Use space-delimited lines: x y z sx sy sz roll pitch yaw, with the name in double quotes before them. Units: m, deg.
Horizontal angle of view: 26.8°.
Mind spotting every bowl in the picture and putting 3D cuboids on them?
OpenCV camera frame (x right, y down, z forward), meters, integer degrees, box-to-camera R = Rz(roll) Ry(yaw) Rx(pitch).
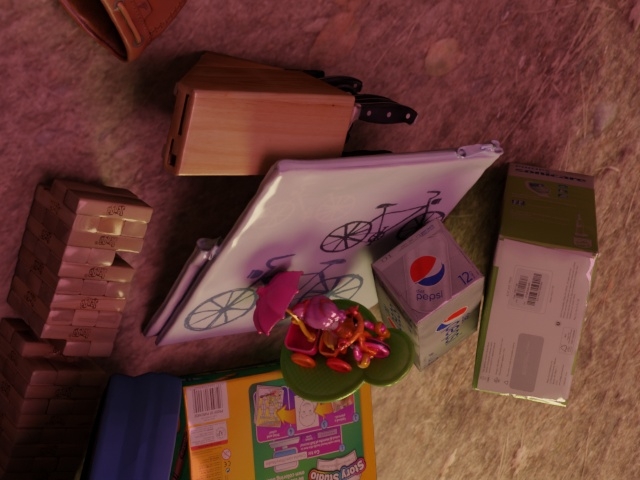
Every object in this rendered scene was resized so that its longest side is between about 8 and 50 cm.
"bowl" -0.224 0.321 1.373 0.077 0.391 0.391 13 106 -9

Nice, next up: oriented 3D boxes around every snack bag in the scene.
"snack bag" 0.000 0.000 1.500 0.323 0.037 0.342 -7 148 -36

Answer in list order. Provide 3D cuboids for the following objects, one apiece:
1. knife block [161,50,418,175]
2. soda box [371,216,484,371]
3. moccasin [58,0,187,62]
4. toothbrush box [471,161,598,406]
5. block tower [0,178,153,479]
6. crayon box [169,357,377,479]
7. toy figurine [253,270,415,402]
"knife block" -0.021 -0.118 1.387 0.242 0.276 0.088 13 107 0
"soda box" 0.130 0.071 1.615 0.098 0.091 0.286 -36 164 -5
"moccasin" -0.270 -0.289 1.190 0.147 0.139 0.380 -61 144 -9
"toothbrush box" 0.271 0.047 1.690 0.283 0.122 0.206 -63 161 -66
"block tower" -0.275 0.102 1.405 0.097 0.091 0.335 8 108 -40
"crayon box" -0.064 0.233 1.613 0.278 0.081 0.165 -6 94 -37
"toy figurine" -0.001 0.095 1.488 0.159 0.173 0.130 47 56 -52
